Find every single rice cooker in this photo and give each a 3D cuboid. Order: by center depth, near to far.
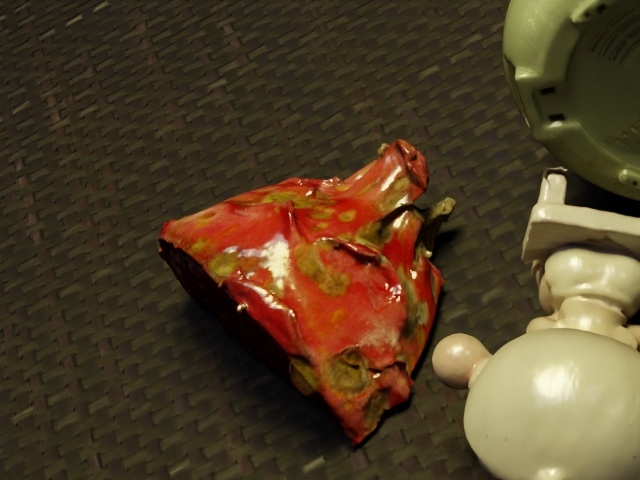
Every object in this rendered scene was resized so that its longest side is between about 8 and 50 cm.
[{"bbox_3d":[0.273,-0.192,1.372,0.288,0.288,0.277,-11,40,21],"label":"rice cooker"}]

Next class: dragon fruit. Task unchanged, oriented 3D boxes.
[{"bbox_3d":[0.000,0.000,1.425,0.211,0.134,0.262,-38,39,-18],"label":"dragon fruit"}]

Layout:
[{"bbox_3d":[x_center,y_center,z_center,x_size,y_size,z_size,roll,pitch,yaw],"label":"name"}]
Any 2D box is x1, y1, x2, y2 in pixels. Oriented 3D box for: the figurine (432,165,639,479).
[{"bbox_3d":[0.179,0.085,1.227,0.144,0.182,0.257,-51,20,51],"label":"figurine"}]
